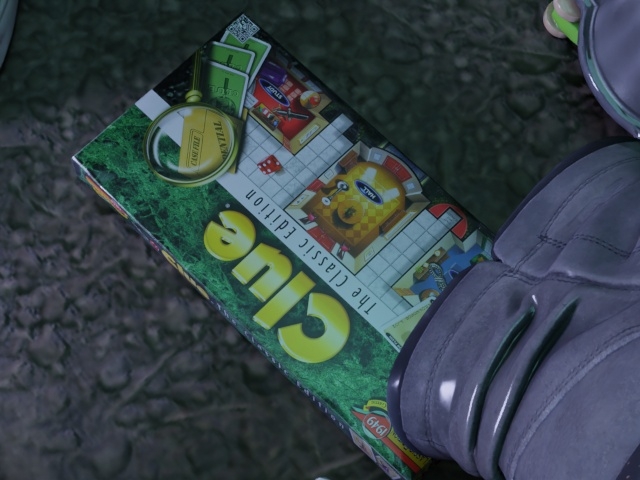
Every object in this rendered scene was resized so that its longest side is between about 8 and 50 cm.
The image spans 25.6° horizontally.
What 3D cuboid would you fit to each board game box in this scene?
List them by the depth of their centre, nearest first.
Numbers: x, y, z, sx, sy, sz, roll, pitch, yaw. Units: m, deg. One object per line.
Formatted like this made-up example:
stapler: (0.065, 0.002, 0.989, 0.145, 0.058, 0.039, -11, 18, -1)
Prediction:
board game box: (0.000, 0.000, 0.774, 0.260, 0.030, 0.136, 42, 76, 14)

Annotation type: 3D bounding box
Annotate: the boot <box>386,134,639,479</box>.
boot: (0.183, -0.009, 0.562, 0.338, 0.223, 0.118, -38, 118, -6)

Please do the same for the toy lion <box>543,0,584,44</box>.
toy lion: (0.196, -0.141, 0.832, 0.096, 0.034, 0.100, 38, 73, 5)

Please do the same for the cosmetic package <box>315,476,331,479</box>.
cosmetic package: (-0.020, 0.303, 0.561, 0.155, 0.197, 0.365, 24, 69, 8)

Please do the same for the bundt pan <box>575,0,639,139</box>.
bundt pan: (0.308, -0.152, 0.766, 0.331, 0.124, 0.330, 2, 72, -6)

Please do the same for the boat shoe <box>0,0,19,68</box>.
boat shoe: (-0.212, -0.223, 0.817, 0.118, 0.103, 0.320, 11, 69, 3)
